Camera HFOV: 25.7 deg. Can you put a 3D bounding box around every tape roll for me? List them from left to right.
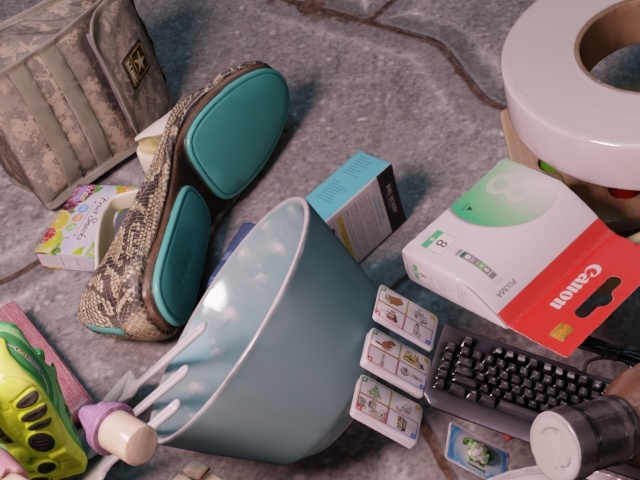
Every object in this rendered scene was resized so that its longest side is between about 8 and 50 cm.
[{"bbox_3d":[0.414,-0.212,1.694,0.392,0.072,0.392,-9,42,8],"label":"tape roll"}]

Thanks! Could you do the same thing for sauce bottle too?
[{"bbox_3d":[0.355,0.161,1.368,0.344,0.111,0.111,-9,33,-33],"label":"sauce bottle"}]

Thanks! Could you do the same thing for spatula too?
[{"bbox_3d":[-0.211,0.190,1.597,0.242,0.019,0.168,-43,20,39],"label":"spatula"}]

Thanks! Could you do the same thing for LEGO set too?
[{"bbox_3d":[0.140,0.176,1.483,0.244,0.060,0.182,29,42,-14],"label":"LEGO set"}]

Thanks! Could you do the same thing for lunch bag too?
[{"bbox_3d":[-0.355,-0.225,2.043,0.287,0.235,0.169,-37,39,-20],"label":"lunch bag"}]

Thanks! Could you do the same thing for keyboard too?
[{"bbox_3d":[0.275,0.152,1.470,0.317,0.033,0.201,19,39,3],"label":"keyboard"}]

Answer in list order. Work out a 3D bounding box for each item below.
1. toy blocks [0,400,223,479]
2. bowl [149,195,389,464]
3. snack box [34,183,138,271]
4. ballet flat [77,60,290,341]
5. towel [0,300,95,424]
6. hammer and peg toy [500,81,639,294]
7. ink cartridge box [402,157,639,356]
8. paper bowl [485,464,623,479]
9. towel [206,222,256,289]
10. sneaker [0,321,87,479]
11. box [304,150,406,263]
[{"bbox_3d":[-0.292,0.288,1.428,0.260,0.288,0.309,21,56,39],"label":"toy blocks"},{"bbox_3d":[-0.040,0.123,1.553,0.311,0.163,0.311,-51,17,22],"label":"bowl"},{"bbox_3d":[-0.320,-0.019,1.955,0.100,0.037,0.141,4,46,22],"label":"snack box"},{"bbox_3d":[-0.201,-0.066,1.887,0.182,0.164,0.482,-3,46,30],"label":"ballet flat"},{"bbox_3d":[-0.464,0.232,1.738,0.329,0.037,0.237,-33,45,-15],"label":"towel"},{"bbox_3d":[0.373,-0.067,1.698,0.266,0.127,0.361,-11,42,5],"label":"hammer and peg toy"},{"bbox_3d":[0.229,0.013,1.523,0.181,0.056,0.225,-41,44,-24],"label":"ink cartridge box"},{"bbox_3d":[0.214,0.332,1.304,0.284,0.148,0.284,-9,41,8],"label":"paper bowl"},{"bbox_3d":[-0.096,0.031,1.820,0.067,0.029,0.119,19,54,12],"label":"towel"},{"bbox_3d":[-0.319,0.184,1.551,0.110,0.295,0.123,-4,59,-5],"label":"sneaker"},{"bbox_3d":[0.000,0.000,1.774,0.060,0.100,0.244,26,57,39],"label":"box"}]
